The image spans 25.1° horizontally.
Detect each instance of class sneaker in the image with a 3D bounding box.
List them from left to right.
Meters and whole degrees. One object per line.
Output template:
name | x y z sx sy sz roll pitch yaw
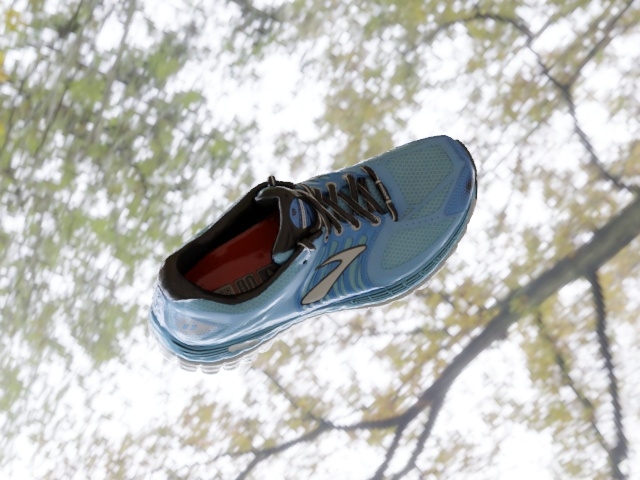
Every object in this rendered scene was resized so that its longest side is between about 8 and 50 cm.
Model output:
sneaker | 0.000 0.000 0.619 0.162 0.073 0.063 -30 -114 -13
